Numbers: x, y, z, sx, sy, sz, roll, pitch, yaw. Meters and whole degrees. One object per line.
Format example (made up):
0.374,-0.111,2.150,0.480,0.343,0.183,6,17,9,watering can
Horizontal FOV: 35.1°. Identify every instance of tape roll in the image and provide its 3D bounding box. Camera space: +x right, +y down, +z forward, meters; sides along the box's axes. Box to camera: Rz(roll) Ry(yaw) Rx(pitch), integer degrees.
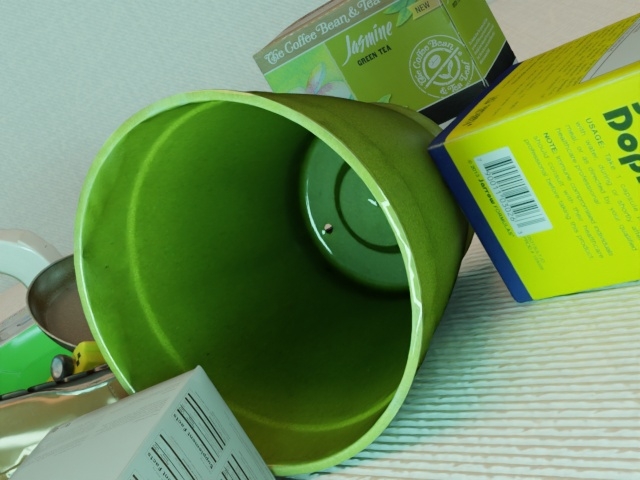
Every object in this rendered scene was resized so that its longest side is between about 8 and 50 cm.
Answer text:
-0.642,0.121,2.051,0.286,0.286,0.100,-31,13,5,tape roll

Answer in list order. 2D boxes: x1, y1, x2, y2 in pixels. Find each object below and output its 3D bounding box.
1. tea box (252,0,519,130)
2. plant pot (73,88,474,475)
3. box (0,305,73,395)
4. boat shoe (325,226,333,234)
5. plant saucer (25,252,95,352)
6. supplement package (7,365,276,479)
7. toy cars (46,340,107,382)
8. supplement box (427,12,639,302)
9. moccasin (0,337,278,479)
0.128,-0.271,1.677,0.329,0.323,0.220,-24,16,30,tea box
0.000,0.000,1.064,0.366,0.366,0.353,-23,4,32,plant pot
-0.484,0.174,1.869,0.262,0.127,0.231,-33,16,-3,box
-0.013,0.020,1.498,0.227,0.069,0.081,-21,17,36,boat shoe
-0.295,0.103,1.569,0.310,0.050,0.311,5,30,-3,plant saucer
-0.176,0.248,0.883,0.194,0.149,0.203,-25,15,25,supplement package
-0.209,0.169,1.293,0.393,0.087,0.176,-24,-29,-6,toy cars
0.315,-0.097,0.935,0.356,0.195,0.194,-17,20,48,supplement box
-0.210,0.204,1.146,0.380,0.147,0.139,-16,-6,-14,moccasin
